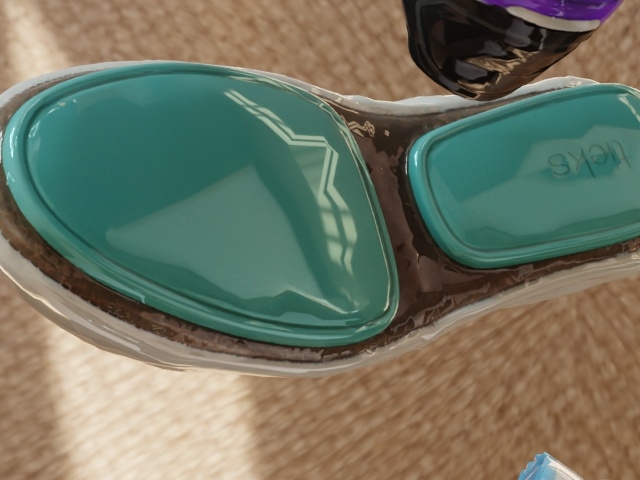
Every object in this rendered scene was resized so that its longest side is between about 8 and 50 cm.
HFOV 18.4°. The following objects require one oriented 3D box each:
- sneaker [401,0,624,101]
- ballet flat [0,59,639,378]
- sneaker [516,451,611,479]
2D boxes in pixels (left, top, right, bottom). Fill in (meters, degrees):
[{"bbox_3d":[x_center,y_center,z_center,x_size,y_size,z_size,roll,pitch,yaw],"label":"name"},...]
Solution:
[{"bbox_3d":[0.031,-0.169,0.687,0.102,0.146,0.293,5,48,-25],"label":"sneaker"},{"bbox_3d":[0.000,0.000,0.861,0.139,0.400,0.139,7,100,47],"label":"ballet flat"},{"bbox_3d":[0.062,0.182,0.573,0.092,0.087,0.229,20,100,2],"label":"sneaker"}]
